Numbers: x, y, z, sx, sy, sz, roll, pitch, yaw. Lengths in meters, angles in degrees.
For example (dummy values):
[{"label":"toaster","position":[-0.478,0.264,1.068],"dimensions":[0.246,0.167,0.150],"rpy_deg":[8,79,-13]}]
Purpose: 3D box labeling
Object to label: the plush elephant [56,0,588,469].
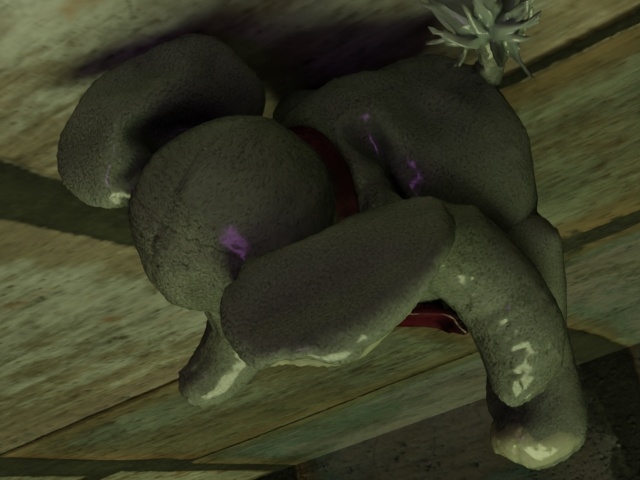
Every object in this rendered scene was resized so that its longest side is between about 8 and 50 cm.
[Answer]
[{"label":"plush elephant","position":[0.000,0.000,0.652],"dimensions":[0.255,0.272,0.330],"rpy_deg":[-21,134,-22]}]
